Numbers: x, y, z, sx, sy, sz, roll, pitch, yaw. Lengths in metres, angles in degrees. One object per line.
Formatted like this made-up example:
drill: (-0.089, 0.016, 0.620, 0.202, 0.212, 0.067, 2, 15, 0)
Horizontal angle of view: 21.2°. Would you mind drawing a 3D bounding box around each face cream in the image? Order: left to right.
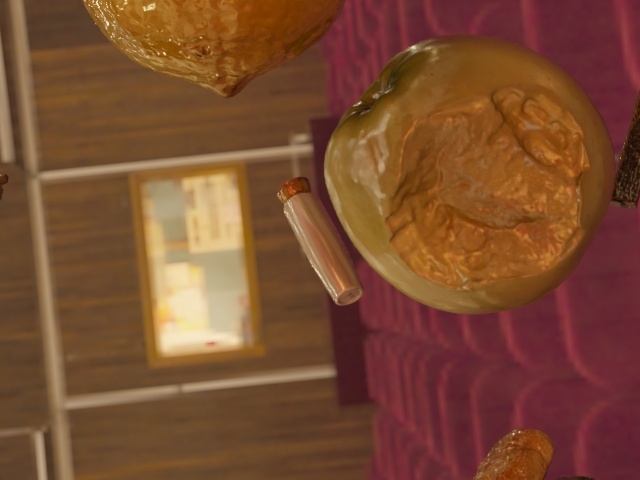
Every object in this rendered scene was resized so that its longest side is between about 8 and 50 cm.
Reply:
face cream: (0.000, 0.000, 2.224, 0.182, 0.051, 0.072, 62, -168, 26)

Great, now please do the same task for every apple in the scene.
apple: (0.147, -0.069, 1.657, 0.279, 0.279, 0.279, -6, -90, -89)

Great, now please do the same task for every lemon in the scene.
lemon: (-0.113, -0.326, 1.755, 0.336, 0.336, 0.336, -6, -90, -89)

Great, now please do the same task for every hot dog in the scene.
hot dog: (0.182, 0.326, 1.908, 0.061, 0.088, 0.286, 50, -128, -33)

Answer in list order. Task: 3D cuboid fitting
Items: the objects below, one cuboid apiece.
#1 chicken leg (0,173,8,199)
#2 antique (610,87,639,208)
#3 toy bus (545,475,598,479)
chicken leg: (-0.610, -0.167, 2.460, 0.153, 0.429, 0.201, -48, -8, -30)
antique: (0.341, -0.118, 1.805, 0.015, 0.031, 0.192, 73, -147, -62)
toy bus: (0.434, 0.397, 2.255, 0.138, 0.317, 0.112, -7, -70, -47)
